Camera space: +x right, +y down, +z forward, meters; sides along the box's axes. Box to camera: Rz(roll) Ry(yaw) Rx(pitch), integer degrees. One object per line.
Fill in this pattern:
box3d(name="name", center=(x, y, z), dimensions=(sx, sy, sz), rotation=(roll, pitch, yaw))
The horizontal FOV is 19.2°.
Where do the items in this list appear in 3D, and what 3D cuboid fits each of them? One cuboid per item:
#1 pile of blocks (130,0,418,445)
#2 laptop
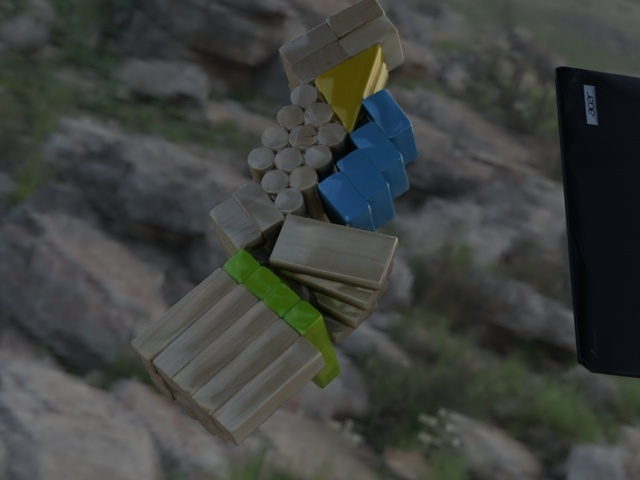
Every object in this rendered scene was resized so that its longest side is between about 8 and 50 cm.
box3d(name="pile of blocks", center=(0.000, 0.000, 1.367), dimensions=(0.149, 0.362, 0.113), rotation=(15, -26, 19))
box3d(name="laptop", center=(0.273, 0.024, 1.366), dimensions=(0.136, 0.234, 0.264), rotation=(-9, -27, 18))
